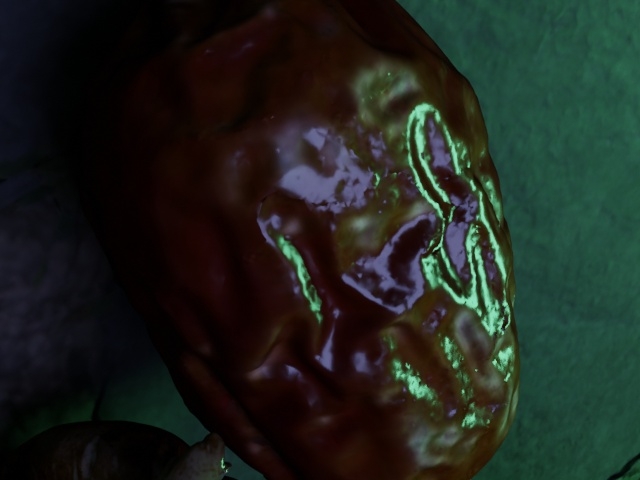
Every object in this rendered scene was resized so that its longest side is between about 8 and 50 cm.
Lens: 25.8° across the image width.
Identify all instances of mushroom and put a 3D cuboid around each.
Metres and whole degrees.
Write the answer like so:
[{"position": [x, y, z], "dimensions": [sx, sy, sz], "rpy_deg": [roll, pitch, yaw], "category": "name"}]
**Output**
[{"position": [-0.076, 0.124, 0.606], "dimensions": [0.135, 0.170, 0.080], "rpy_deg": [25, 54, -13], "category": "mushroom"}]

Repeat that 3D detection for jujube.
[{"position": [0.000, 0.000, 0.577], "dimensions": [0.174, 0.174, 0.250], "rpy_deg": [-39, 123, -16], "category": "jujube"}]
